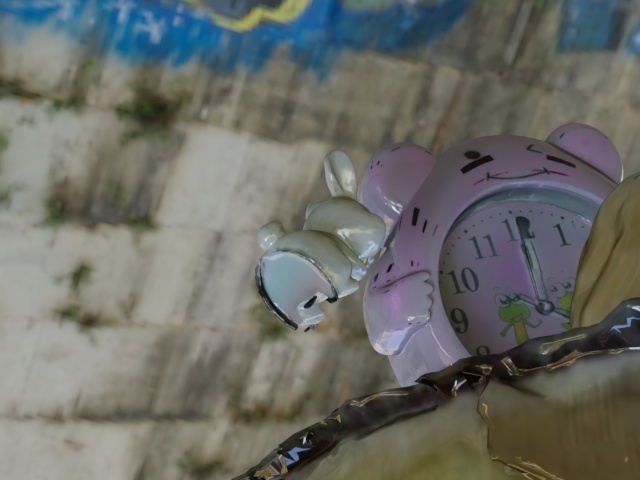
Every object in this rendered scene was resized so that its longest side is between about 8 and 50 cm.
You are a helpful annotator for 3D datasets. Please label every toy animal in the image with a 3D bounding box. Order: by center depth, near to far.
[{"bbox_3d":[0.005,0.004,1.036,0.085,0.071,0.124,35,-137,12],"label":"toy animal"}]

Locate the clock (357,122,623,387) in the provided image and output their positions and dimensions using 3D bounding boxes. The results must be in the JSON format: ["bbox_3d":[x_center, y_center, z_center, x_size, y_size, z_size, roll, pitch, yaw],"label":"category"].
[{"bbox_3d":[0.180,0.055,1.215,0.295,0.113,0.322,-7,-117,-18],"label":"clock"}]

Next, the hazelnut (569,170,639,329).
[{"bbox_3d":[0.298,0.067,1.015,0.261,0.241,0.261,-6,-143,5],"label":"hazelnut"}]

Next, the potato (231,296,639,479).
[{"bbox_3d":[0.159,0.204,0.335,0.397,0.290,0.296,9,-128,-4],"label":"potato"}]
